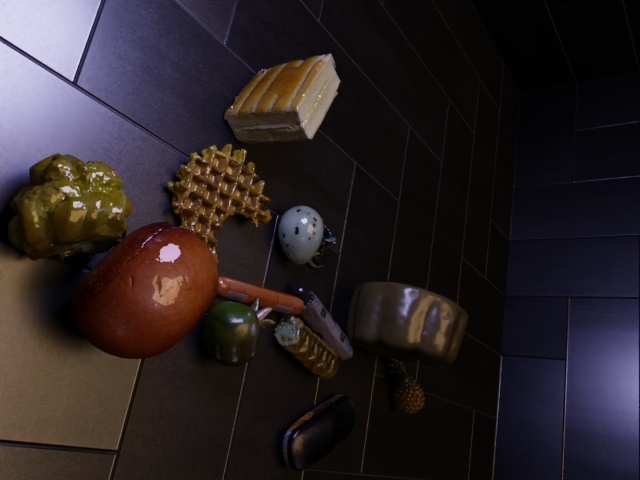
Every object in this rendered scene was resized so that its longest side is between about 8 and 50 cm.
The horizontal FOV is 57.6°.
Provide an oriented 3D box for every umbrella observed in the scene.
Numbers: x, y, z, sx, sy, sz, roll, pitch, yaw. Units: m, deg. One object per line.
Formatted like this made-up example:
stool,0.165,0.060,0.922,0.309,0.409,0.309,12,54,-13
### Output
umbrella,0.005,0.248,1.735,0.337,0.073,0.067,56,3,-35

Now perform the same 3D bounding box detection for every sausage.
sausage,-0.157,0.147,1.512,0.348,0.053,0.053,22,70,-47

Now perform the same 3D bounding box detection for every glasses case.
glasses case,0.003,0.556,1.701,0.321,0.082,0.122,-16,100,-53

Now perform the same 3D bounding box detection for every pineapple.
pineapple,0.301,0.484,2.107,0.130,0.119,0.277,-30,111,-31

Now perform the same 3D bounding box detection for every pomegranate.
pomegranate,-0.196,0.210,1.402,0.191,0.131,0.151,-37,137,-53

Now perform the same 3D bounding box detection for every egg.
egg,-0.053,-0.015,1.626,0.131,0.131,0.164,-21,116,-54

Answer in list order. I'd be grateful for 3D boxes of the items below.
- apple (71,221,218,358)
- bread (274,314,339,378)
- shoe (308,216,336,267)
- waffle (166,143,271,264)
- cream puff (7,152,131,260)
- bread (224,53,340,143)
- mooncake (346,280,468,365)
apple,-0.327,0.098,1.110,0.206,0.252,0.272,48,40,-9
bread,-0.030,0.314,1.669,0.087,0.098,0.269,-40,132,1
shoe,0.000,0.000,1.723,0.071,0.100,0.169,-32,114,-54
waffle,-0.250,-0.099,1.408,0.293,0.069,0.259,-43,119,-45
cream puff,-0.443,-0.067,1.041,0.221,0.195,0.194,-9,95,-59
bread,-0.095,-0.366,1.501,0.246,0.239,0.111,-63,141,-34
mooncake,0.269,0.280,1.860,0.378,0.379,0.200,37,65,-48
